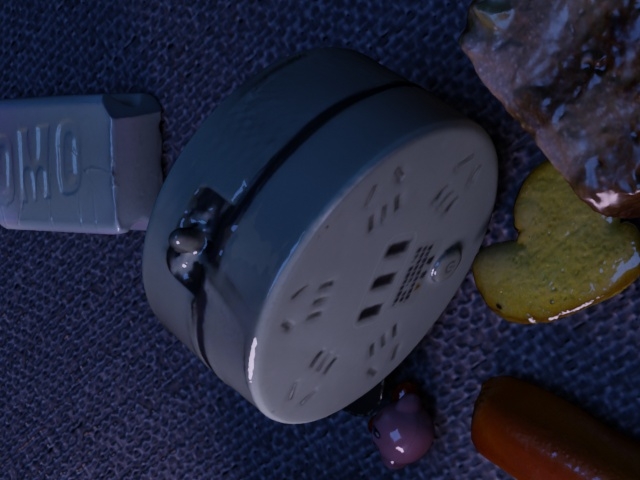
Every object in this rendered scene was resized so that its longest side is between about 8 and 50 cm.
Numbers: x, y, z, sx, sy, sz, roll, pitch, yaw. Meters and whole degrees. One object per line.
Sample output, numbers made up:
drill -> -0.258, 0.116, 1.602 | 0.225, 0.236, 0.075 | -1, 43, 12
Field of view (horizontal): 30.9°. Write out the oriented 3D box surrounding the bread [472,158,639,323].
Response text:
bread -> 0.229, 0.001, 1.106 | 0.187, 0.065, 0.150 | -29, 68, 39

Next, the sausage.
sausage -> 0.262, 0.220, 1.089 | 0.300, 0.083, 0.089 | 27, 123, 33

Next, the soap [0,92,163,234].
soap -> -0.332, -0.100, 1.488 | 0.289, 0.095, 0.173 | 3, 97, 37

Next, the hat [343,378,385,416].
hat -> 0.041, 0.133, 1.265 | 0.121, 0.050, 0.121 | 0, 90, 40

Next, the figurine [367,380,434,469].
figurine -> 0.088, 0.199, 1.227 | 0.067, 0.071, 0.083 | 13, 118, -8

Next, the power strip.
power strip -> 0.000, 0.000, 1.086 | 0.161, 0.357, 0.358 | 37, 116, 29

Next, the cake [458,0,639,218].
cake -> 0.255, -0.183, 0.979 | 0.196, 0.198, 0.293 | -46, 68, 34
